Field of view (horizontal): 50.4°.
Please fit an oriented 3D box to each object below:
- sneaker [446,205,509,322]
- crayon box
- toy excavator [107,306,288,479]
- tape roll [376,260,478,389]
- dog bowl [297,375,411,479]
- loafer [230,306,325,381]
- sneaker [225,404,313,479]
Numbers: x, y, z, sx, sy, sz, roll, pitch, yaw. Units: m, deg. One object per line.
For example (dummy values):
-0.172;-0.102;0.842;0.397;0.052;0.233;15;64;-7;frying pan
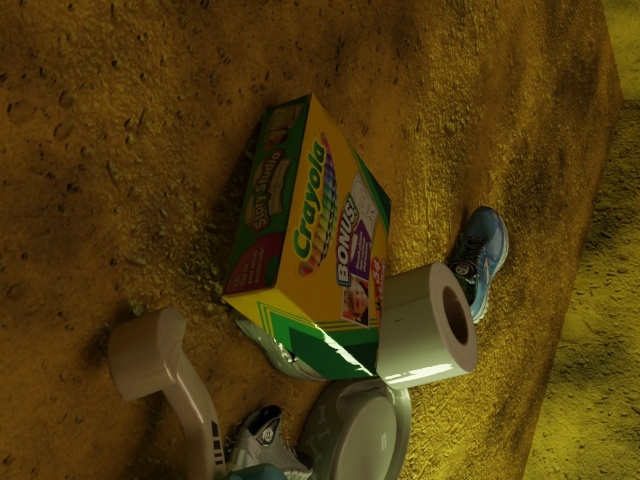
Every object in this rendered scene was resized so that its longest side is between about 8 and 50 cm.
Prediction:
0.419;0.067;1.851;0.147;0.130;0.329;12;89;-59;sneaker
0.000;0.000;1.119;0.313;0.106;0.362;48;41;-46;crayon box
-0.148;0.365;0.961;0.433;0.223;0.444;56;15;-54;toy excavator
0.215;0.184;1.463;0.246;0.169;0.246;43;37;-44;tape roll
0.073;0.451;1.478;0.349;0.102;0.348;-23;119;-51;dog bowl
-0.041;0.181;1.220;0.319;0.112;0.112;47;61;-50;loafer
-0.075;0.372;1.253;0.229;0.086;0.132;21;80;-55;sneaker
